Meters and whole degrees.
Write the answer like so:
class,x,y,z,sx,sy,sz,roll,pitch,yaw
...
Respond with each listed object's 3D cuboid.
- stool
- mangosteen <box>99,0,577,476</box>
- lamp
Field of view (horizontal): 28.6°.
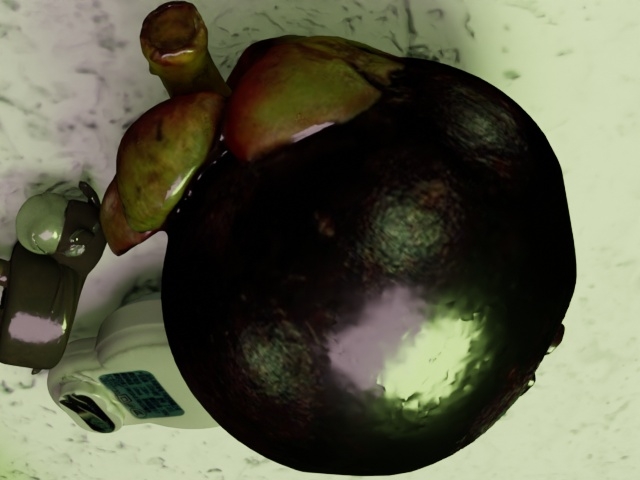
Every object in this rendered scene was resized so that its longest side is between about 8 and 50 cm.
class,x,y,z,sx,sy,sz,roll,pitch,yaw
stool,-0.282,0.035,1.212,0.121,0.125,0.217,15,117,-16
mangosteen,0.000,0.000,1.067,0.435,0.382,0.382,29,122,-12
lamp,-0.165,0.123,1.304,0.246,0.108,0.179,-14,133,15
